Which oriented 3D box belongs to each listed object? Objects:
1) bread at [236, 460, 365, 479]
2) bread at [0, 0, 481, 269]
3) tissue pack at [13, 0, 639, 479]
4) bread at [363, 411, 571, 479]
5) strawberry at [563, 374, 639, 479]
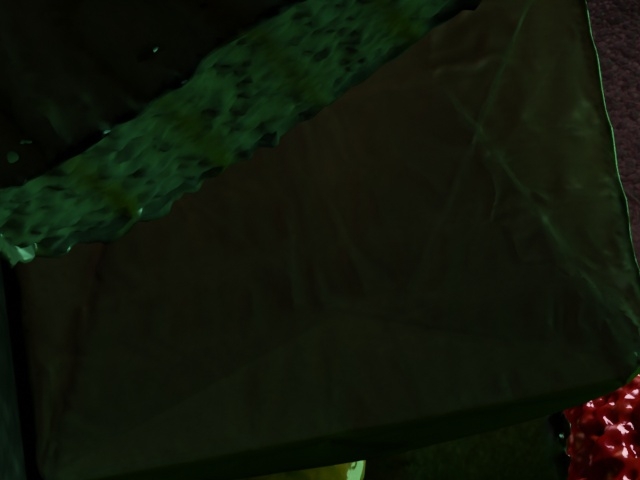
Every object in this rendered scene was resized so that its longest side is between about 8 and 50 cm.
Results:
[{"bbox_3d":[-0.037,0.104,0.934,0.114,0.111,0.129,106,-18,-71],"label":"bread"},{"bbox_3d":[-0.044,-0.075,0.516,0.110,0.156,0.103,61,3,19],"label":"bread"},{"bbox_3d":[0.000,0.000,0.744,0.275,0.200,0.167,75,5,-85],"label":"tissue pack"},{"bbox_3d":[0.027,0.166,1.108,0.366,0.129,0.382,108,-27,-46],"label":"bread"},{"bbox_3d":[0.164,0.135,1.037,0.174,0.098,0.228,112,-32,-54],"label":"strawberry"}]
